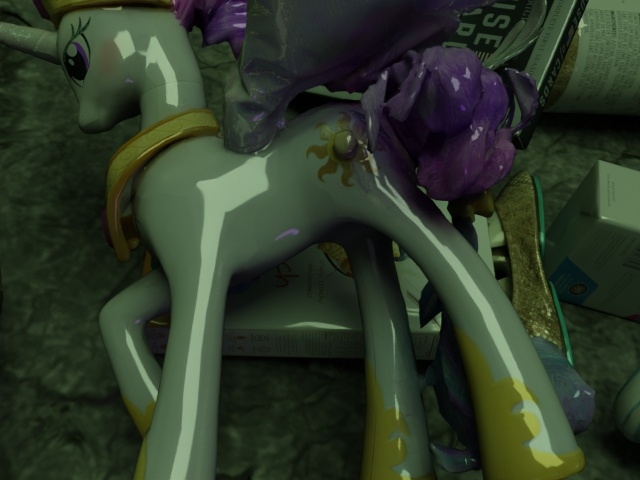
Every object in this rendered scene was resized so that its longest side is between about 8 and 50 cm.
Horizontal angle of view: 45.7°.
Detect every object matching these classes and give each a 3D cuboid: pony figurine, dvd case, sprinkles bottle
[{"bbox_3d":[0.002,-0.042,0.408,0.351,0.303,0.363,-17,76,2],"label":"pony figurine"},{"bbox_3d":[0.087,-0.180,0.626,0.239,0.029,0.179,18,78,33],"label":"dvd case"},{"bbox_3d":[0.293,-0.175,0.714,0.355,0.121,0.121,0,55,-12],"label":"sprinkles bottle"}]

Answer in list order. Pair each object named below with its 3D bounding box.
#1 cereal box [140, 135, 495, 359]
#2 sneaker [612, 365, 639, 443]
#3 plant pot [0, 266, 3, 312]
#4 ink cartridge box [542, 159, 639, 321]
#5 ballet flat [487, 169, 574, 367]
[{"bbox_3d":[0.000,0.000,0.549,0.240,0.047,0.173,0,53,1],"label":"cereal box"},{"bbox_3d":[0.367,0.139,0.481,0.319,0.127,0.208,-6,42,-15],"label":"sneaker"},{"bbox_3d":[-0.278,0.040,0.378,0.207,0.228,0.227,4,54,-17],"label":"plant pot"},{"bbox_3d":[0.275,0.016,0.584,0.181,0.104,0.061,16,54,-2],"label":"ink cartridge box"},{"bbox_3d":[0.141,0.027,0.572,0.067,0.073,0.206,-2,50,5],"label":"ballet flat"}]
